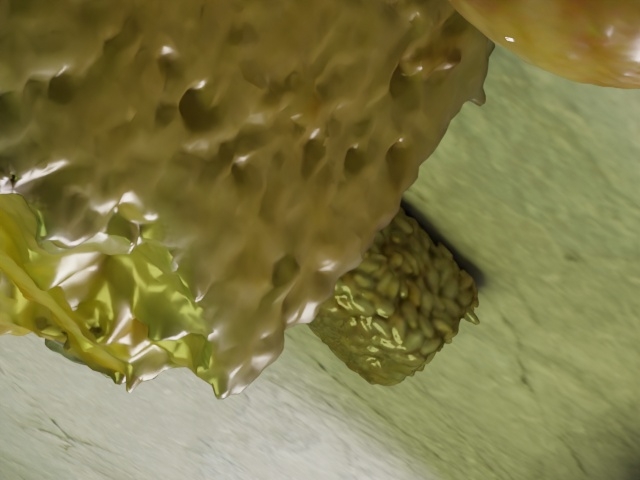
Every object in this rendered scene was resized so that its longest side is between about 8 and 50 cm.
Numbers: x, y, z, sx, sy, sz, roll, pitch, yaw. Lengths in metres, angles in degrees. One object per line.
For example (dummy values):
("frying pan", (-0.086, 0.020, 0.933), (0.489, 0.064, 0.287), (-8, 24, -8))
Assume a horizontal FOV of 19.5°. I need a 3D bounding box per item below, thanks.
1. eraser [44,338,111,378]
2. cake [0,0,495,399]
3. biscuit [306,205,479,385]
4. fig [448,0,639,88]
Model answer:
("eraser", (-0.163, -0.057, 1.019), (0.155, 0.101, 0.332), (27, 154, 27))
("cake", (-0.121, -0.095, 0.721), (0.286, 0.227, 0.222), (16, 150, 41))
("biscuit", (0.000, 0.000, 0.934), (0.168, 0.070, 0.082), (44, 148, -10))
("fig", (0.123, -0.099, 0.517), (0.159, 0.159, 0.257), (17, 169, 39))
